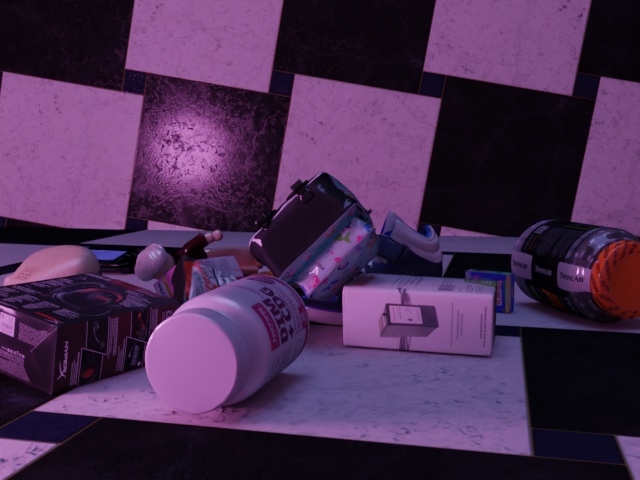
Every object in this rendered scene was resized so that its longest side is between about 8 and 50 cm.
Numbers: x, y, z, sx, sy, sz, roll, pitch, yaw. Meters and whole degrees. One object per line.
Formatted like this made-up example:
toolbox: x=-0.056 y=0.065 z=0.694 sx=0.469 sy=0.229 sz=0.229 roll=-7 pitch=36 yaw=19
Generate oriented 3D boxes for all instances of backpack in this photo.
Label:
backpack: x=0.000 y=0.000 z=1.573 sx=0.191 sy=0.225 sz=0.253 roll=45 pitch=2 yaw=9

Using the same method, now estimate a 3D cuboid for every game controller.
game controller: x=-0.677 y=0.055 z=2.418 sx=0.319 sy=0.067 sz=0.166 roll=1 pitch=6 yaw=12

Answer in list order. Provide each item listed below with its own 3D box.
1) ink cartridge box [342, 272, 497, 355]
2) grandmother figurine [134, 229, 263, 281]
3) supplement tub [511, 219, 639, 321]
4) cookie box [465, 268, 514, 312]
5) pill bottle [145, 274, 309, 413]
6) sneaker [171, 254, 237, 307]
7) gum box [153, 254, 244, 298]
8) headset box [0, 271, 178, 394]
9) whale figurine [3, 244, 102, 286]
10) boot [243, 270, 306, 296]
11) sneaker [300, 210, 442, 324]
ink cartridge box: x=0.193 y=0.135 z=1.541 sx=0.273 sy=0.114 sz=0.198 roll=2 pitch=6 yaw=14
grandmother figurine: x=-0.300 y=0.056 z=2.014 sx=0.342 sy=0.207 sz=0.104 roll=-1 pitch=35 yaw=-41
supplement tub: x=0.595 y=0.065 z=1.825 sx=0.207 sy=0.207 sz=0.338 roll=-1 pitch=6 yaw=-15
cookie box: x=0.389 y=0.116 z=1.868 sx=0.107 sy=0.091 sz=0.040 roll=4 pitch=9 yaw=30
pill bottle: x=-0.129 y=0.146 z=1.178 sx=0.160 sy=0.160 sz=0.283 roll=2 pitch=7 yaw=15
sneaker: x=-0.232 y=0.125 z=1.680 sx=0.145 sy=0.090 sz=0.270 roll=24 pitch=18 yaw=-18
gum box: x=-0.279 y=0.093 z=1.896 sx=0.107 sy=0.062 sz=0.188 roll=-37 pitch=-19 yaw=35
headset box: x=-0.393 y=0.138 z=1.334 sx=0.218 sy=0.110 sz=0.293 roll=14 pitch=12 yaw=29
whale figurine: x=-0.570 y=0.119 z=1.675 sx=0.216 sy=0.141 sz=0.272 roll=4 pitch=31 yaw=30
boot: x=-0.046 y=0.114 z=1.877 sx=0.283 sy=0.109 sz=0.220 roll=-10 pitch=6 yaw=-24
sneaker: x=0.104 y=0.052 z=1.729 sx=0.323 sy=0.236 sz=0.130 roll=0 pitch=6 yaw=-11
